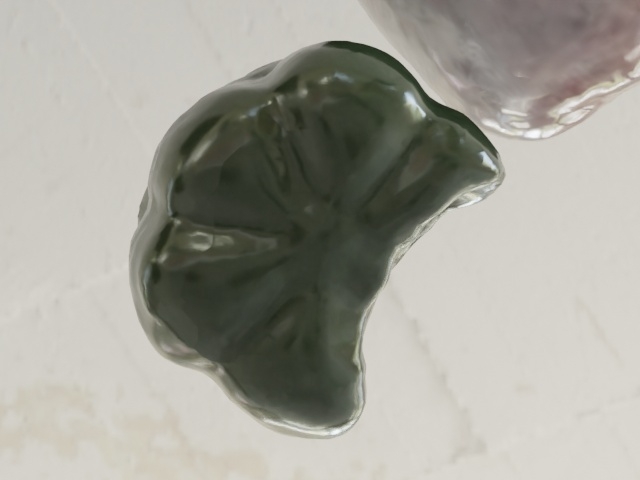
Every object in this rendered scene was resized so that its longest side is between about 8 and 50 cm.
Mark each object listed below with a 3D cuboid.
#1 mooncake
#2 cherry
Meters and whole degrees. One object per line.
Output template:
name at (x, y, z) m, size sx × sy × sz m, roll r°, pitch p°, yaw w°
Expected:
mooncake at (0.000, 0.000, 0.765) m, size 0.168 × 0.104 × 0.175 m, roll 0°, pitch -87°, yaw -8°
cherry at (0.117, -0.250, 1.013) m, size 0.326 × 0.291 × 0.335 m, roll 31°, pitch -55°, yaw 4°
